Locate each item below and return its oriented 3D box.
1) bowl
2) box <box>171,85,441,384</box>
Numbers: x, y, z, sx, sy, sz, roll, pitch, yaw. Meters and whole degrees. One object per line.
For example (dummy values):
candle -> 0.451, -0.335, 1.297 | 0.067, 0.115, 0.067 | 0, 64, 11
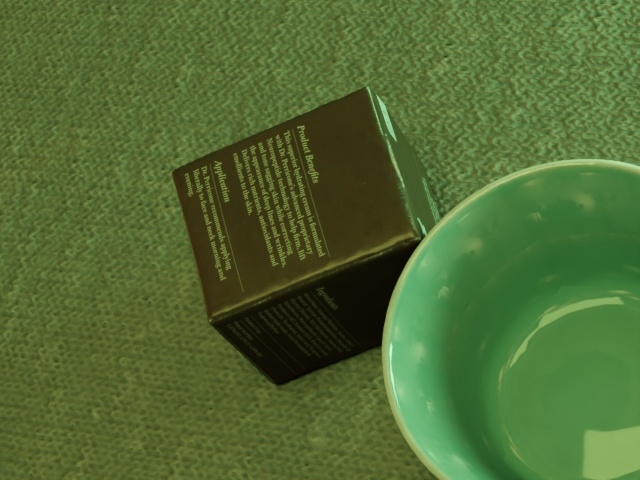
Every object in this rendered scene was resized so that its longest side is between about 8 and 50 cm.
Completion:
bowl -> 0.221, 0.107, 1.603 | 0.311, 0.163, 0.311 | -9, 62, 17
box -> 0.000, 0.000, 1.740 | 0.203, 0.167, 0.168 | -22, 59, 11
